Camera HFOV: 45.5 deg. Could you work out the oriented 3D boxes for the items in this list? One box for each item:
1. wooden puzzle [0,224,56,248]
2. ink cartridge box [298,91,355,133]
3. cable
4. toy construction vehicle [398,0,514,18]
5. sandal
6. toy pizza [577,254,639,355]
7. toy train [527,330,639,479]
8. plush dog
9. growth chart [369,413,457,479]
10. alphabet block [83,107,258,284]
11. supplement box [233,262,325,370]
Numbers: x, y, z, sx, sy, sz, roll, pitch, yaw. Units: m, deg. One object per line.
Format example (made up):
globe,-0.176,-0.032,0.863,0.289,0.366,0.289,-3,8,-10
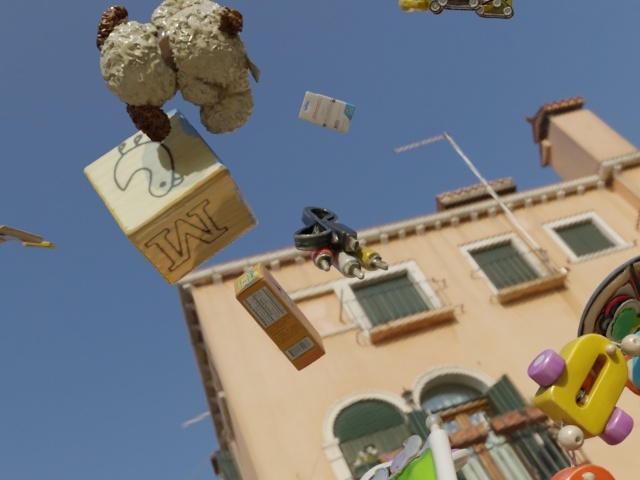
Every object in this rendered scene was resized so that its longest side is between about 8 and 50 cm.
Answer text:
wooden puzzle,-0.385,-0.009,0.928,0.079,0.014,0.116,1,-13,21
ink cartridge box,0.011,-0.210,1.249,0.083,0.028,0.048,18,-78,-1
cable,0.000,0.000,1.262,0.140,0.287,0.072,3,-79,-19
toy construction vehicle,0.112,-0.209,0.641,0.098,0.086,0.035,8,-77,17
sandal,0.146,0.535,1.701,0.169,0.102,0.416,2,-34,-49
toy pizza,0.415,0.103,0.952,0.201,0.032,0.201,-7,-64,-14
toy train,0.167,0.107,0.408,0.166,0.125,0.046,-19,-14,-26
plush dog,-0.241,-0.291,1.234,0.225,0.210,0.262,-23,-90,-15
growth chart,0.049,0.284,0.706,0.021,0.172,0.237,34,-75,-19
alphabet block,-0.257,-0.075,1.338,0.197,0.192,0.193,-37,-32,-7
supplement box,-0.085,0.161,1.599,0.080,0.078,0.233,-32,-66,5
